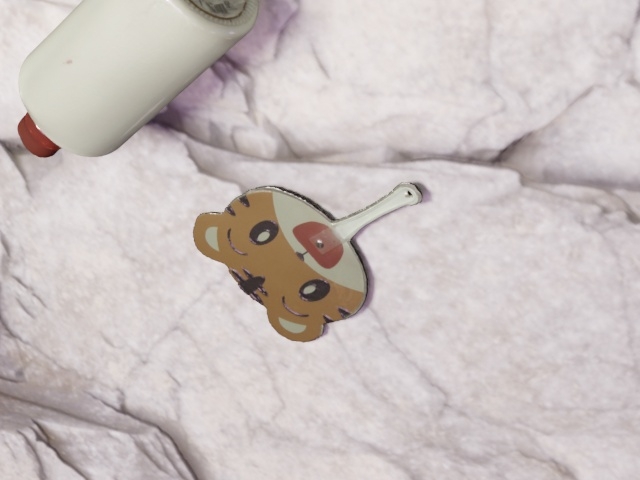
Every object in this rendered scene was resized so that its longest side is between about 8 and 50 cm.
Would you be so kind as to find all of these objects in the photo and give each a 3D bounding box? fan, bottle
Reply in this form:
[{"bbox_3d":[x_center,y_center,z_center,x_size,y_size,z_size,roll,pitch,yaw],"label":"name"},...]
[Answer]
[{"bbox_3d":[0.000,0.000,1.197,0.226,0.008,0.152,-31,105,39],"label":"fan"},{"bbox_3d":[-0.158,-0.139,1.111,0.104,0.104,0.245,47,130,-11],"label":"bottle"}]
